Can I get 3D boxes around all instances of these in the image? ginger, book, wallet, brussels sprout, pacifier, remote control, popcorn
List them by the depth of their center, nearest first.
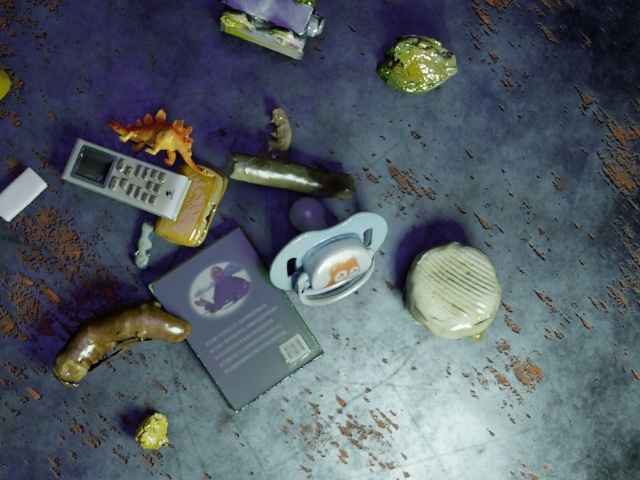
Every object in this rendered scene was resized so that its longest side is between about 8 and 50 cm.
[{"bbox_3d":[-0.455,0.213,1.598,0.309,0.107,0.133,-26,67,-1],"label":"ginger"},{"bbox_3d":[-0.440,-0.139,1.613,0.277,0.055,0.102,20,85,8],"label":"remote control"},{"bbox_3d":[-0.686,-0.104,1.622,0.122,0.025,0.061,-45,97,-7],"label":"wallet"},{"bbox_3d":[-0.391,0.444,1.640,0.084,0.084,0.084,0,89,-9],"label":"popcorn"},{"bbox_3d":[0.000,0.000,1.666,0.300,0.244,0.233,-19,61,-17],"label":"pacifier"},{"bbox_3d":[-0.196,0.186,1.687,0.260,0.043,0.370,-33,95,-10],"label":"book"},{"bbox_3d":[-0.109,-0.228,1.708,0.070,0.051,0.173,18,81,-14],"label":"ginger"},{"bbox_3d":[0.236,-0.428,1.743,0.181,0.100,0.138,0,99,-10],"label":"brussels sprout"}]

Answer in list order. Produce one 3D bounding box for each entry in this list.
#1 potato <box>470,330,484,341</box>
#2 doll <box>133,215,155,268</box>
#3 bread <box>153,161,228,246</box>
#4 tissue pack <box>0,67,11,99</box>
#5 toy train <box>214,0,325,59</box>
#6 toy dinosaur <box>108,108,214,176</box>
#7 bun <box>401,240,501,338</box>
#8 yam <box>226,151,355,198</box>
[{"bbox_3d":[0.379,0.208,1.774,0.047,0.045,0.092,-33,92,28],"label":"potato"},{"bbox_3d":[-0.409,0.004,1.662,0.037,0.027,0.125,9,87,-1],"label":"doll"},{"bbox_3d":[-0.301,-0.086,1.662,0.116,0.077,0.200,22,85,0],"label":"bread"},{"bbox_3d":[-0.787,-0.344,1.491,0.192,0.271,0.134,-42,90,-7],"label":"tissue pack"},{"bbox_3d":[-0.123,-0.518,1.645,0.261,0.177,0.134,19,86,-7],"label":"toy train"},{"bbox_3d":[-0.355,-0.238,1.638,0.288,0.070,0.117,22,75,12],"label":"toy dinosaur"},{"bbox_3d":[0.311,0.125,1.713,0.239,0.141,0.239,-2,69,4],"label":"bun"},{"bbox_3d":[-0.067,-0.149,1.669,0.318,0.067,0.071,9,131,-23],"label":"yam"}]
